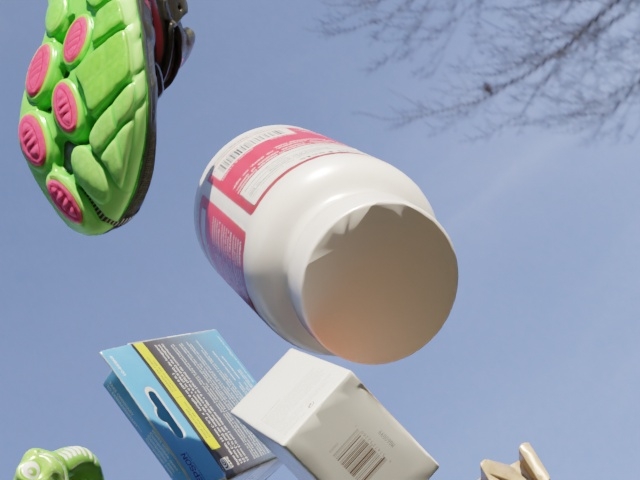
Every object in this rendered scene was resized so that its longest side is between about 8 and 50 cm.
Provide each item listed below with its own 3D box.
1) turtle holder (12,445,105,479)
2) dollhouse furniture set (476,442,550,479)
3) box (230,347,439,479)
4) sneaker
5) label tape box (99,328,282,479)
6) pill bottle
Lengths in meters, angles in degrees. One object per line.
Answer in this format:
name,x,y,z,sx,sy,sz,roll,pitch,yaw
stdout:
turtle holder,-0.359,0.441,1.567,0.320,0.243,0.227,-50,-13,32
dollhouse furniture set,0.209,0.546,1.545,0.362,0.394,0.257,-22,-42,-11
box,0.009,0.185,1.086,0.091,0.170,0.130,-46,-74,-12
sneaker,-0.222,-0.219,1.333,0.185,0.483,0.202,-24,-36,30
label tape box,-0.200,0.274,1.756,0.115,0.249,0.347,-44,-15,19
pill bottle,0.000,0.000,1.350,0.228,0.407,0.229,-4,-76,-17
